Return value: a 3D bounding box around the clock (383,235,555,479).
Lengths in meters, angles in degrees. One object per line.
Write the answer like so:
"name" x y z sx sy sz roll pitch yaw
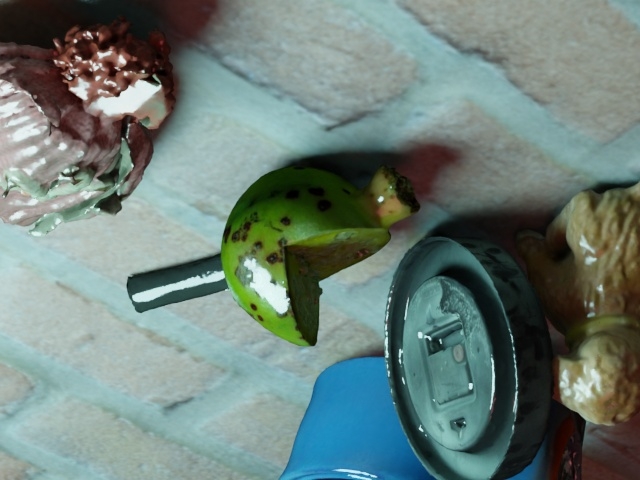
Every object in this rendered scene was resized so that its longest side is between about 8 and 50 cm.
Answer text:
"clock" 0.122 0.101 1.407 0.042 0.215 0.215 -5 148 -27

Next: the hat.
"hat" -0.219 -0.081 1.257 0.286 0.107 0.237 -21 148 34

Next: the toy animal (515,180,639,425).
"toy animal" 0.246 0.047 1.349 0.104 0.185 0.184 23 138 -24

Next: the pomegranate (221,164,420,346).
"pomegranate" -0.010 -0.006 1.349 0.169 0.122 0.143 -56 155 11

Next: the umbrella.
"umbrella" -0.112 0.034 1.472 0.133 0.031 0.036 -14 142 19

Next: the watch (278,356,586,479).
"watch" 0.109 0.243 1.618 0.275 0.241 0.305 12 146 14
